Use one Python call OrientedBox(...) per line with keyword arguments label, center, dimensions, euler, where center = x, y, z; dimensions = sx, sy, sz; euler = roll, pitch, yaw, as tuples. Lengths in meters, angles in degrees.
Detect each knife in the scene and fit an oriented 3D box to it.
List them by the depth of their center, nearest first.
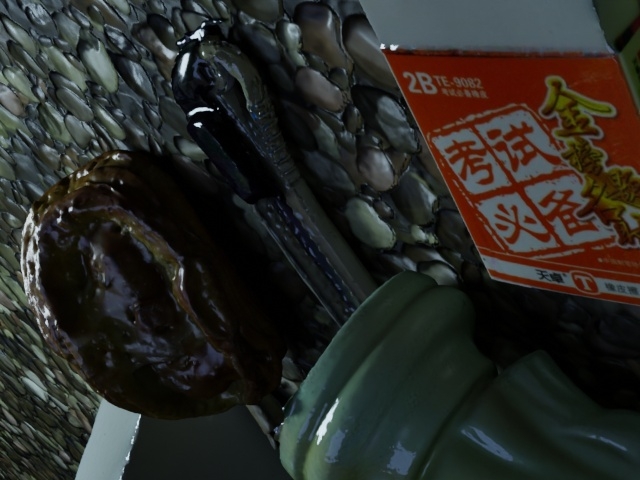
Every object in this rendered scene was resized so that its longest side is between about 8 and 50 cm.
OrientedBox(label="knife", center=(-0.004, 0.004, 0.938), dimensions=(0.089, 0.043, 0.365), euler=(2, 132, 53))

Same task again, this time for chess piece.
OrientedBox(label="chess piece", center=(0.135, 0.159, 0.832), dimensions=(0.298, 0.176, 0.175), euler=(30, 149, 20))

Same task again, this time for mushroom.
OrientedBox(label="mushroom", center=(-0.092, 0.118, 1.198), dimensions=(0.187, 0.060, 0.061), euler=(44, 148, -11))

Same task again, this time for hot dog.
OrientedBox(label="hot dog", center=(-0.137, 0.057, 1.080), dimensions=(0.175, 0.114, 0.259), euler=(-30, 107, 22))

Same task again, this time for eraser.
OrientedBox(label="eraser", center=(0.119, -0.063, 0.691), dimensions=(0.157, 0.038, 0.230), euler=(10, 138, 47))
OrientedBox(label="eraser", center=(-0.096, 0.305, 1.289), dimensions=(0.331, 0.331, 0.150), euler=(50, 153, -11))
